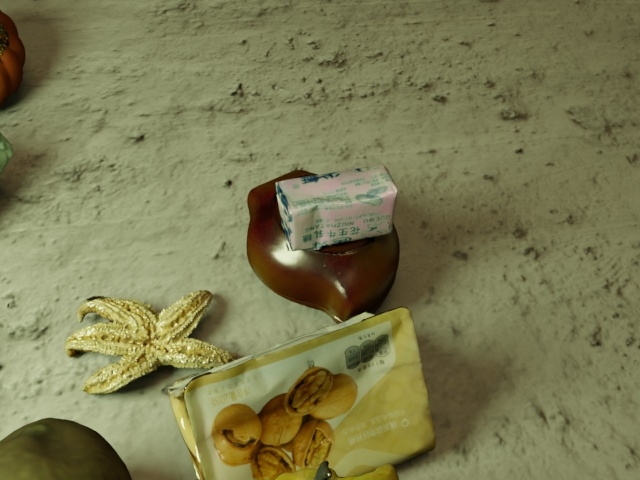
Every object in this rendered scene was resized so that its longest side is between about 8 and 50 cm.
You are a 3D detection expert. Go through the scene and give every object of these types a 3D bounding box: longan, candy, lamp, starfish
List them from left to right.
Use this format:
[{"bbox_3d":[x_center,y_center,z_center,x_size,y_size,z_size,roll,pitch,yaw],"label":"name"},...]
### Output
[{"bbox_3d":[-0.613,-0.319,1.354,0.223,0.196,0.223,18,62,-38],"label":"lamp"},{"bbox_3d":[-0.305,0.307,0.860,0.215,0.246,0.246,9,49,-15],"label":"longan"},{"bbox_3d":[-0.230,0.135,1.122,0.238,0.071,0.216,21,56,1],"label":"starfish"},{"bbox_3d":[0.023,-0.046,1.117,0.160,0.092,0.073,-10,48,-9],"label":"candy"}]

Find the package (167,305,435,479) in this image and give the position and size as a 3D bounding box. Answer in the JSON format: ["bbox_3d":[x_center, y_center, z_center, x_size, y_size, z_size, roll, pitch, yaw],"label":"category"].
[{"bbox_3d":[-0.031,0.210,1.053,0.311,0.221,0.165,-17,16,-19],"label":"package"}]

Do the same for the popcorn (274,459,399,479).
[{"bbox_3d":[0.003,0.353,0.822,0.316,0.280,0.297,-3,15,-9],"label":"popcorn"}]

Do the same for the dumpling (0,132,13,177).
[{"bbox_3d":[-0.614,-0.067,1.153,0.270,0.212,0.320,4,55,44],"label":"dumpling"}]

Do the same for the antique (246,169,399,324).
[{"bbox_3d":[0.000,0.000,1.220,0.224,0.129,0.278,-22,57,-20],"label":"antique"}]
